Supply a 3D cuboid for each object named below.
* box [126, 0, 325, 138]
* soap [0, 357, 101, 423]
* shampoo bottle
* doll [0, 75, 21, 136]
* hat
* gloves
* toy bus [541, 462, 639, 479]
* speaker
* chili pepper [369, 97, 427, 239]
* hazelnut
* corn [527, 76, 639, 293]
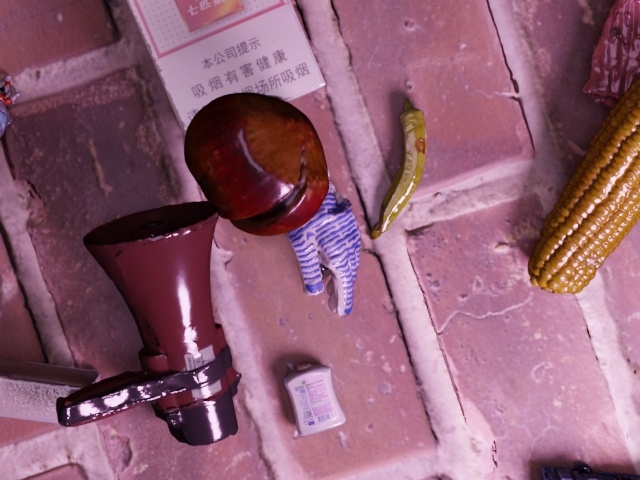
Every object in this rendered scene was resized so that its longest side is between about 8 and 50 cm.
[{"bbox_3d":[-0.151,-0.324,1.789,0.210,0.095,0.330,-23,93,2],"label":"box"},{"bbox_3d":[-0.408,0.208,1.821,0.183,0.121,0.063,8,95,0],"label":"soap"},{"bbox_3d":[-0.011,0.223,1.861,0.072,0.043,0.099,-17,94,1],"label":"shampoo bottle"},{"bbox_3d":[-0.458,-0.178,1.828,0.057,0.039,0.114,10,83,-34],"label":"doll"},{"bbox_3d":[0.500,-0.304,1.783,0.237,0.107,0.286,9,100,-11],"label":"hat"},{"bbox_3d":[0.002,-0.004,1.810,0.119,0.097,0.229,-18,93,-36],"label":"gloves"},{"bbox_3d":[0.432,0.378,1.857,0.236,0.079,0.094,5,97,0],"label":"toy bus"},{"bbox_3d":[-0.220,0.131,1.759,0.198,0.259,0.329,-5,99,30],"label":"speaker"},{"bbox_3d":[0.119,-0.095,1.835,0.049,0.043,0.208,12,96,-14],"label":"chili pepper"},{"bbox_3d":[-0.087,-0.106,1.707,0.204,0.178,0.178,34,95,-38],"label":"hazelnut"},{"bbox_3d":[0.402,-0.081,1.773,0.120,0.120,0.363,31,108,-3],"label":"corn"}]
